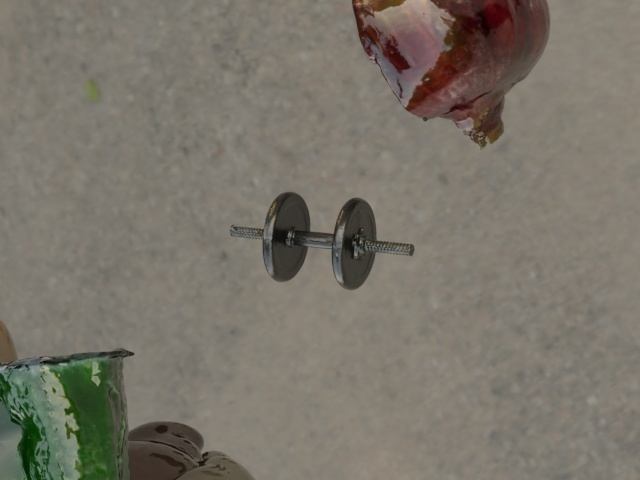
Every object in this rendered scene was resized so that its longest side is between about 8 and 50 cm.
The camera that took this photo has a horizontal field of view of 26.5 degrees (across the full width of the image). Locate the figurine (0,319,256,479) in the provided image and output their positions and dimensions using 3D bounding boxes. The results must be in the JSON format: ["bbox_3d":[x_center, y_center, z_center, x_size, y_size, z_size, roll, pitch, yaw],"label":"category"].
[{"bbox_3d":[-0.165,0.172,0.716,0.380,0.248,0.203,25,130,34],"label":"figurine"}]

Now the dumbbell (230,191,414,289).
[{"bbox_3d":[0.000,0.000,1.006,0.147,0.069,0.069,6,111,24],"label":"dumbbell"}]

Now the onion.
[{"bbox_3d":[0.111,-0.150,0.968,0.098,0.206,0.151,-30,92,27],"label":"onion"}]

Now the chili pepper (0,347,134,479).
[{"bbox_3d":[-0.094,0.157,0.534,0.088,0.059,0.227,110,153,-81],"label":"chili pepper"}]
